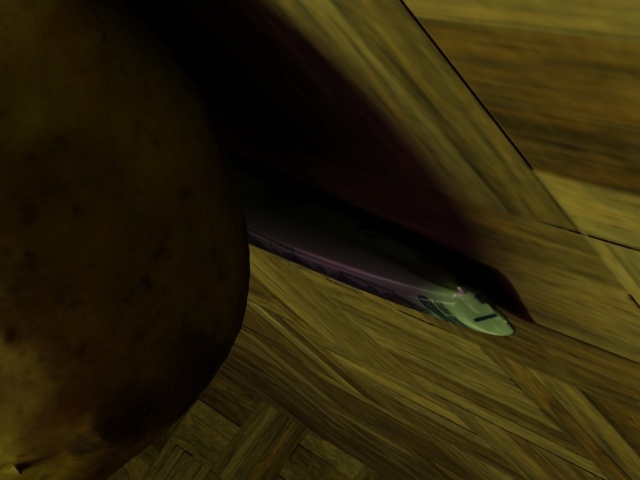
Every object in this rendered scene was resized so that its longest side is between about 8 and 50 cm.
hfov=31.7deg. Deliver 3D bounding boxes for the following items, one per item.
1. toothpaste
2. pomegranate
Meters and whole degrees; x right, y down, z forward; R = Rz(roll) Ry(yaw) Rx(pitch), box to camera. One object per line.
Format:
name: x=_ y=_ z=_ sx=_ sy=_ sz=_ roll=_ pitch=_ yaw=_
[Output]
toothpaste: x=0.000 y=0.000 z=0.619 sx=0.239 sy=0.039 sz=0.062 roll=24 pitch=168 yaw=39
pomegranate: x=-0.165 y=-0.006 z=0.516 sx=0.281 sy=0.281 sz=0.281 roll=34 pitch=169 yaw=8
